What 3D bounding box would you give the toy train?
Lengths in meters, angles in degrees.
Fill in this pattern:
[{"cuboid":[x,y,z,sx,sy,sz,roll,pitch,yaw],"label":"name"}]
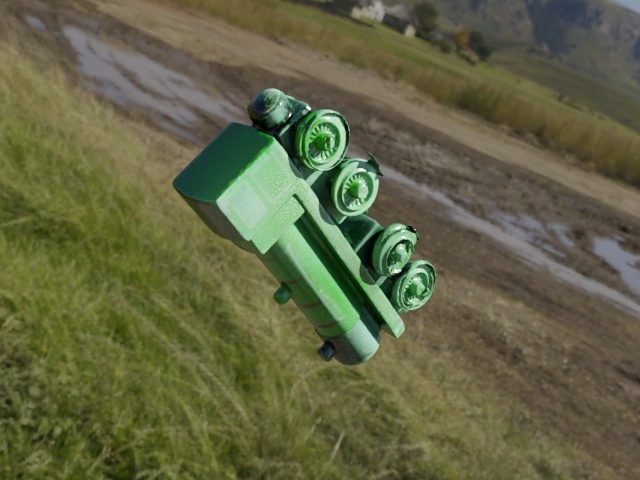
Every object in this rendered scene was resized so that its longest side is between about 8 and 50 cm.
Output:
[{"cuboid":[0.000,0.000,0.652,0.085,0.119,0.251,27,-21,47],"label":"toy train"}]
